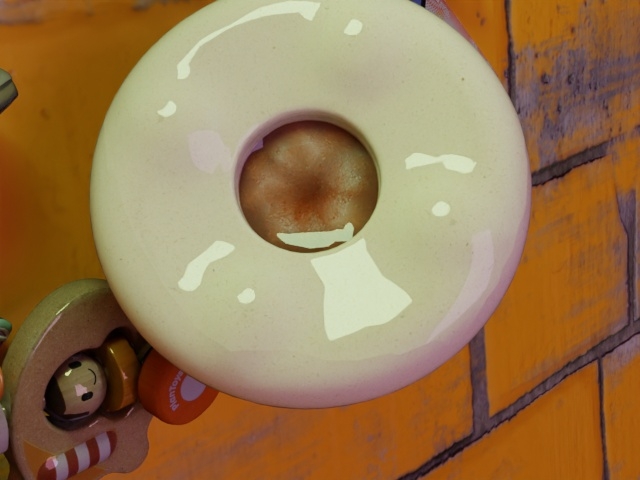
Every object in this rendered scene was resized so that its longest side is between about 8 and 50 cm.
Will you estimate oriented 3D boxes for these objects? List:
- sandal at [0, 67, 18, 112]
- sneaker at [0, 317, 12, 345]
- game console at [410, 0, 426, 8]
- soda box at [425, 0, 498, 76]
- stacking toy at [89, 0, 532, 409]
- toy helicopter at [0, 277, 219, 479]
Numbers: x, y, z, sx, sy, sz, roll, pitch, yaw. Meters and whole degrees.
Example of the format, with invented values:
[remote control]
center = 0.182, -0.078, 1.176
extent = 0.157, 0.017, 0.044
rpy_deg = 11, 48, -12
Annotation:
[sandal]
center = -0.361, -0.071, 0.834
extent = 0.303, 0.120, 0.086
rpy_deg = -39, 106, -43
[sneaker]
center = -0.310, 0.083, 0.955
extent = 0.098, 0.038, 0.069
rpy_deg = 39, 68, -44
[game console]
center = 0.120, -0.136, 1.199
extent = 0.293, 0.173, 0.250
rpy_deg = 87, 27, -64
[soda box]
center = 0.147, -0.232, 1.390
extent = 0.183, 0.058, 0.063
rpy_deg = 43, 66, -42
[stacking toy]
center = 0.000, 0.000, 1.083
extent = 0.480, 0.350, 0.351
rpy_deg = 78, 31, -77
[toy helicopter]
center = -0.249, 0.201, 0.984
extent = 0.235, 0.140, 0.355
rpy_deg = 16, 98, -54
